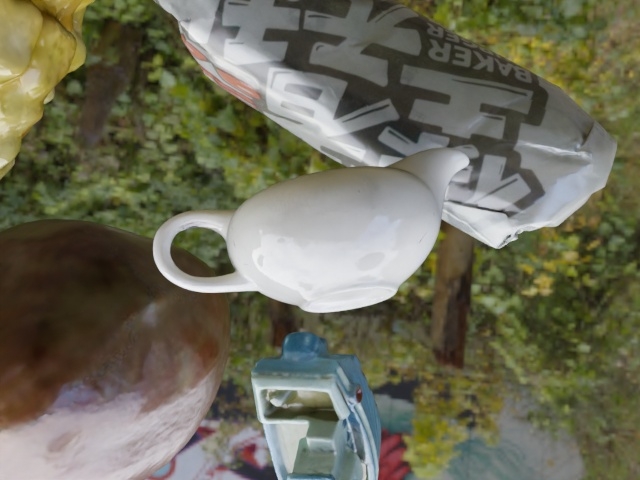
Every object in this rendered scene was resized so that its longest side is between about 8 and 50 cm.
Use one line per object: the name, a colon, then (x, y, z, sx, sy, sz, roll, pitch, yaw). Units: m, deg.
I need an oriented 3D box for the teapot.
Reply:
teapot: (0.000, 0.000, 0.644, 0.226, 0.092, 0.145, -9, 162, -8)

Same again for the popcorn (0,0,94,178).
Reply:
popcorn: (-0.196, -0.147, 0.450, 0.225, 0.332, 0.265, 51, 178, -26)

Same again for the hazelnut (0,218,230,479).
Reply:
hazelnut: (-0.276, 0.132, 1.004, 0.366, 0.365, 0.366, 5, 169, 1)

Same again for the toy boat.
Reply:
toy boat: (-0.003, 0.178, 0.747, 0.088, 0.102, 0.215, 0, 129, 16)

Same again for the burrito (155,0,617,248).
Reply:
burrito: (0.020, -0.137, 0.750, 0.446, 0.139, 0.101, 29, -177, -1)
